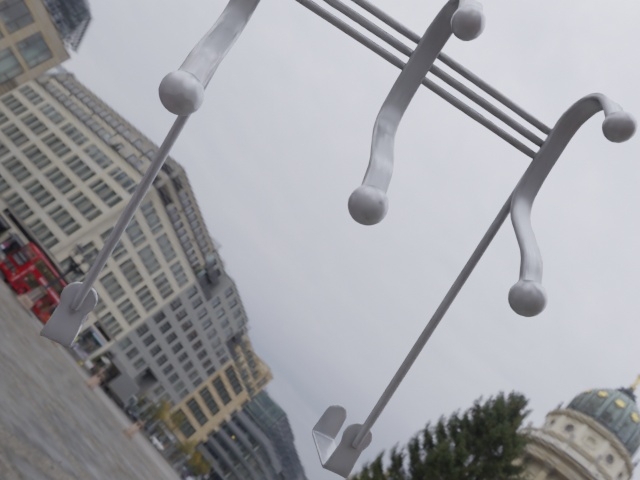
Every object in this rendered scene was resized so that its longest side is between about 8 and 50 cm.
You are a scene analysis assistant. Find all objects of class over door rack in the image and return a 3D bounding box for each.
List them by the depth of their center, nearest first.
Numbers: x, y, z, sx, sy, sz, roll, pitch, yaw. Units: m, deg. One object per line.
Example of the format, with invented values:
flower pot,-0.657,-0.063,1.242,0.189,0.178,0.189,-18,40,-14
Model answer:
over door rack,0.000,0.000,0.369,0.240,0.324,0.108,30,18,-13
